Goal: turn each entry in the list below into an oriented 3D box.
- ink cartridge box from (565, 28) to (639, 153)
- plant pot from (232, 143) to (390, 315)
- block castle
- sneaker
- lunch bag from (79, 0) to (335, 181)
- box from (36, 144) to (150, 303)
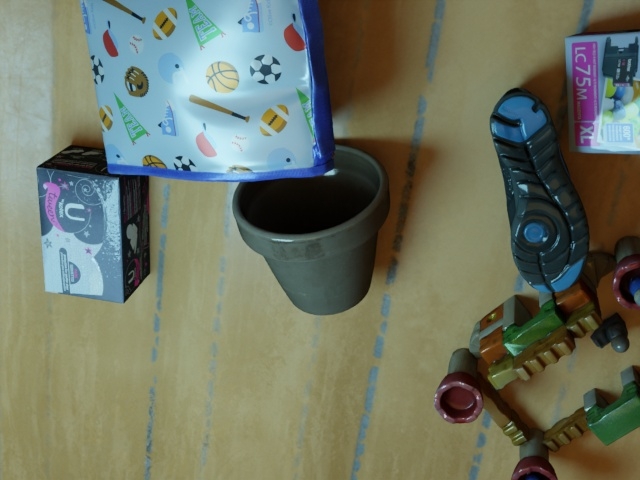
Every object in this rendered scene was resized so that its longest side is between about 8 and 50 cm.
[{"bbox_3d":[0.518,-0.221,1.371,0.311,0.065,0.186,6,109,39],"label":"ink cartridge box"},{"bbox_3d":[0.000,0.000,1.574,0.263,0.263,0.229,-2,128,13],"label":"plant pot"},{"bbox_3d":[0.445,0.231,1.572,0.453,0.213,0.303,-38,100,23],"label":"block castle"},{"bbox_3d":[0.358,-0.084,1.497,0.125,0.140,0.341,-9,106,15],"label":"sneaker"},{"bbox_3d":[-0.154,-0.269,1.460,0.385,0.239,0.328,7,115,33],"label":"lunch bag"},{"bbox_3d":[-0.413,-0.031,1.691,0.163,0.142,0.247,8,113,9],"label":"box"}]
